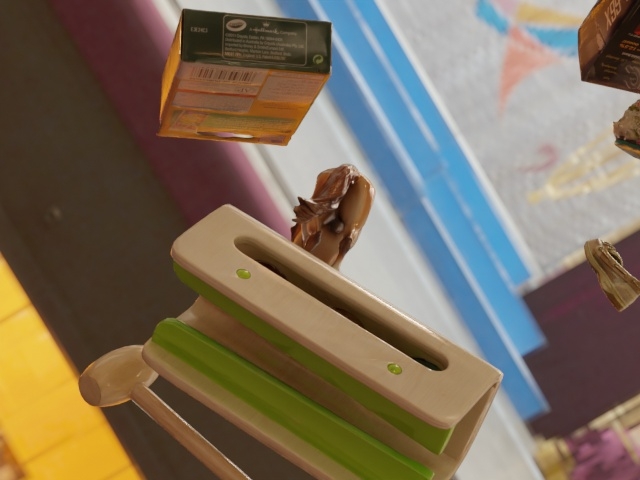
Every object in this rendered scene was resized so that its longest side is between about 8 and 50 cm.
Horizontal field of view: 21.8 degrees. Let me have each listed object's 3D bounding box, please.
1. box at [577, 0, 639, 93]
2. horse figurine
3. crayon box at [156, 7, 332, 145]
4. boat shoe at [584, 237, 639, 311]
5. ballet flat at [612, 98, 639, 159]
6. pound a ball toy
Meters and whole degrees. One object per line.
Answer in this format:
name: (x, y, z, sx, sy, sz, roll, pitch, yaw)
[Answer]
box: (0.451, -0.227, 1.687, 0.242, 0.307, 0.076, 119, -22, -55)
horse figurine: (0.000, 0.000, 1.550, 0.066, 0.174, 0.263, 21, -28, 0)
crayon box: (-0.114, -0.225, 2.336, 0.323, 0.203, 0.083, 129, -36, -71)
boat shoe: (0.391, 0.038, 2.204, 0.056, 0.048, 0.153, 49, 14, -23)
ballet flat: (0.368, -0.090, 1.560, 0.091, 0.077, 0.241, 31, 1, -39)
pound a ball toy: (-0.027, 0.112, 1.392, 0.319, 0.208, 0.136, 31, 37, 17)
